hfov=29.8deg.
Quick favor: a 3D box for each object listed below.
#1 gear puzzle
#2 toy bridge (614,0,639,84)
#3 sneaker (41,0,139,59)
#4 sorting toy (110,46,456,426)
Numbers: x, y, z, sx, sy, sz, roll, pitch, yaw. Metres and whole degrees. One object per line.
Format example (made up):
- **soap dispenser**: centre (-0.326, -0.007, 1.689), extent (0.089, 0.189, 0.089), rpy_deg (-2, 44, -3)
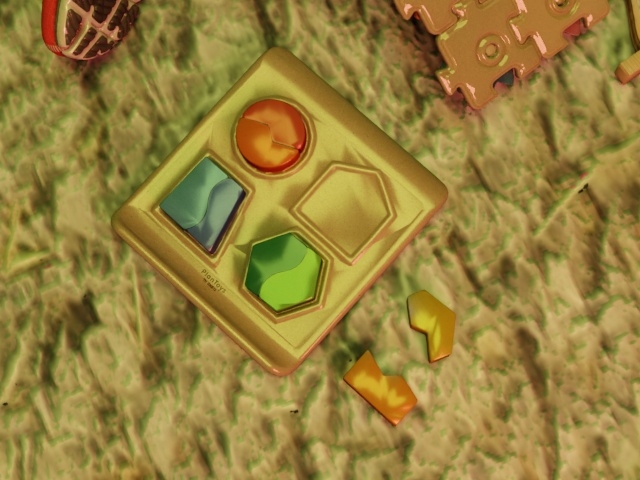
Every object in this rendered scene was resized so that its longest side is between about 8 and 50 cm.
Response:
- **gear puzzle**: centre (0.104, -0.284, 1.000), extent (0.175, 0.044, 0.339), rpy_deg (-37, 116, -8)
- **toy bridge**: centre (0.250, -0.229, 1.098), extent (0.063, 0.026, 0.188), rpy_deg (-34, 79, -8)
- **sneaker**: centre (-0.226, -0.290, 1.091), extent (0.118, 0.107, 0.279), rpy_deg (-2, 73, 18)
- **sorting toy**: centre (0.000, 0.000, 1.039), extent (0.307, 0.041, 0.229), rpy_deg (41, 81, 8)
